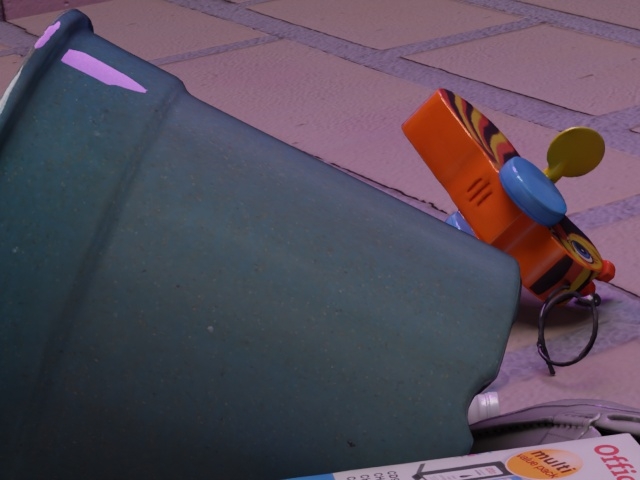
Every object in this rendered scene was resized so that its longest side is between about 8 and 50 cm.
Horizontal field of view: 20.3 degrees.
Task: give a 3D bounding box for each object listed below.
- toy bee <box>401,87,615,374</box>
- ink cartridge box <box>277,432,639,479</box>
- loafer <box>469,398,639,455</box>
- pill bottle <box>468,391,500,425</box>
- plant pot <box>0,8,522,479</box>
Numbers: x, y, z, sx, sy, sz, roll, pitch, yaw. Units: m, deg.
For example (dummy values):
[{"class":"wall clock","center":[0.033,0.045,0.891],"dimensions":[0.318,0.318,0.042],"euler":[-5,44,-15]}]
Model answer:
[{"class":"toy bee","center":[0.186,0.002,1.625],"dimensions":[0.195,0.298,0.162],"euler":[-24,-26,33]},{"class":"ink cartridge box","center":[0.089,0.224,0.974],"dimensions":[0.232,0.168,0.171],"euler":[-7,19,-7]},{"class":"loafer","center":[0.181,0.156,1.153],"dimensions":[0.111,0.112,0.319],"euler":[3,-9,-44]},{"class":"pill bottle","center":[0.098,0.137,1.404],"dimensions":[0.083,0.043,0.043],"euler":[-4,20,1]},{"class":"plant pot","center":[-0.068,0.068,1.161],"dimensions":[0.334,0.341,0.341],"euler":[21,22,0]}]
